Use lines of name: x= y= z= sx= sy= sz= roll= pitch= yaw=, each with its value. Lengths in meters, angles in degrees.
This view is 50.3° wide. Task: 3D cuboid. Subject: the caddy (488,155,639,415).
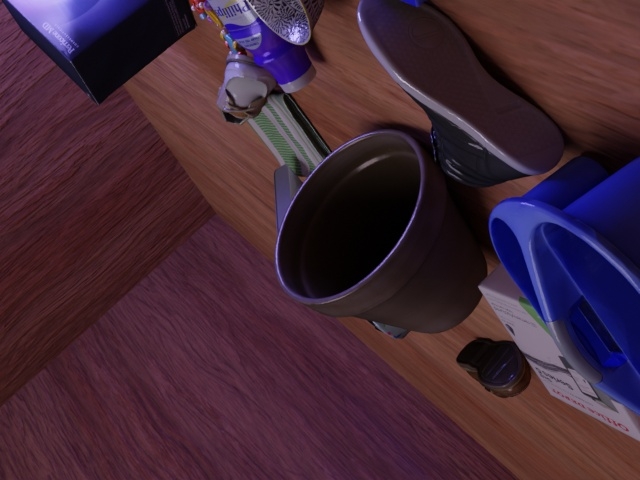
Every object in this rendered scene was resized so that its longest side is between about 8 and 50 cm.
caddy: x=0.326 y=0.066 z=0.735 sx=0.341 sy=0.179 sz=0.241 roll=51 pitch=171 yaw=-13

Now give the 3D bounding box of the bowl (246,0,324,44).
bowl: x=-0.046 y=-0.363 z=0.938 sx=0.170 sy=0.080 sz=0.170 roll=45 pitch=169 yaw=11

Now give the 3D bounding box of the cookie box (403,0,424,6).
cookie box: x=0.074 y=-0.319 z=0.753 sx=0.107 sy=0.040 sz=0.092 roll=39 pitch=166 yaw=36

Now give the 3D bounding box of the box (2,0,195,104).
box: x=-0.491 y=-0.515 z=1.491 sx=0.296 sy=0.294 sz=0.183 roll=43 pitch=168 yaw=15

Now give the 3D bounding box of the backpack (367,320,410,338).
backpack: x=0.134 y=0.090 z=1.509 sx=0.253 sy=0.191 sz=0.225 roll=51 pitch=-168 yaw=13

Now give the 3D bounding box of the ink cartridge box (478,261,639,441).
ink cartridge box: x=0.391 y=0.147 z=1.013 sx=0.273 sy=0.115 sz=0.198 roll=52 pitch=167 yaw=-24

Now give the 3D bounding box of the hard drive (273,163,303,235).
hard drive: x=0.000 y=0.000 z=1.705 sx=0.353 sy=0.047 sz=0.233 roll=47 pitch=-154 yaw=-43

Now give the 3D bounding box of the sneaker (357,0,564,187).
sneaker: x=0.146 y=-0.169 z=0.839 sx=0.296 sy=0.104 sz=0.147 roll=42 pitch=164 yaw=1

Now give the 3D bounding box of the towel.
towel: x=-0.076 y=-0.237 z=1.594 sx=0.248 sy=0.038 sz=0.325 roll=52 pitch=168 yaw=-23

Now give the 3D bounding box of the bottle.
bottle: x=-0.105 y=-0.367 z=1.090 sx=0.118 sy=0.092 sz=0.283 roll=7 pitch=142 yaw=47

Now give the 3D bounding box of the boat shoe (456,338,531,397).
boat shoe: x=0.408 y=0.292 z=1.518 sx=0.104 sy=0.111 sz=0.307 roll=44 pitch=179 yaw=-5

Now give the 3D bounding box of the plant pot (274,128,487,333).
plant pot: x=0.128 y=0.020 z=1.163 sx=0.280 sy=0.323 sz=0.323 roll=35 pitch=177 yaw=-35

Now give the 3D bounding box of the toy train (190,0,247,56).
toy train: x=-0.194 y=-0.432 z=1.346 sx=0.166 sy=0.046 sz=0.125 roll=52 pitch=173 yaw=-19

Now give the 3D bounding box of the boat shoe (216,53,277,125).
boat shoe: x=-0.151 y=-0.300 z=1.391 sx=0.113 sy=0.103 sz=0.302 roll=14 pitch=179 yaw=-8
